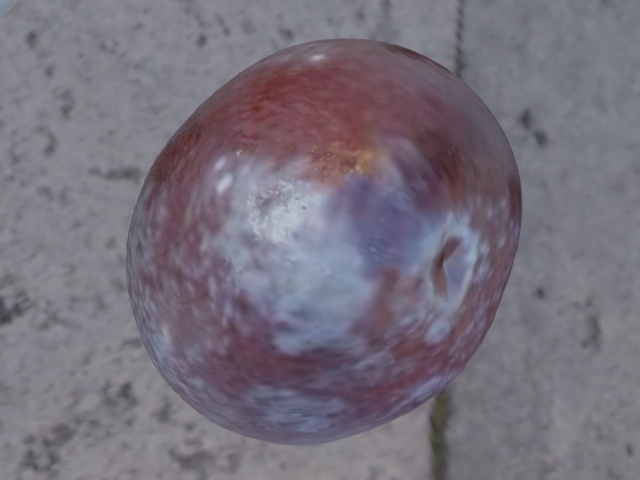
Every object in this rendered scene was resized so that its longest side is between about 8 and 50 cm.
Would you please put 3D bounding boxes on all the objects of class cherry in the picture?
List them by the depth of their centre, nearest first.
[{"bbox_3d":[0.000,0.000,1.099,0.285,0.212,0.236,65,44,-71],"label":"cherry"}]

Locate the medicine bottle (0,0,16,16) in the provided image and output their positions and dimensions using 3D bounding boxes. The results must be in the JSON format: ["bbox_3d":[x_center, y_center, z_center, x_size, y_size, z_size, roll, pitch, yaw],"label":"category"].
[{"bbox_3d":[-0.293,-0.133,1.239,0.186,0.103,0.103,-42,108,-6],"label":"medicine bottle"}]
